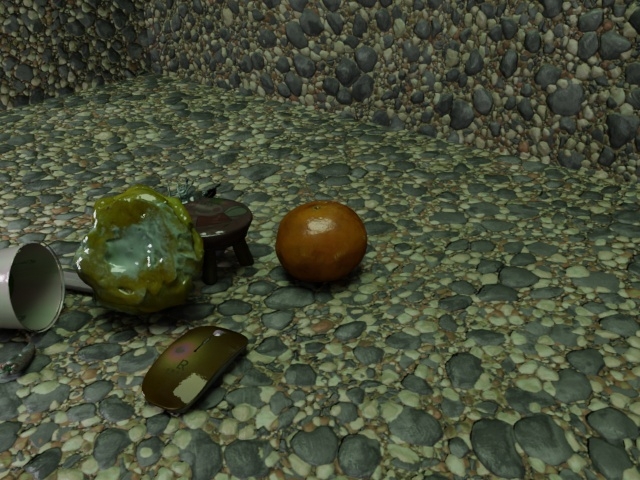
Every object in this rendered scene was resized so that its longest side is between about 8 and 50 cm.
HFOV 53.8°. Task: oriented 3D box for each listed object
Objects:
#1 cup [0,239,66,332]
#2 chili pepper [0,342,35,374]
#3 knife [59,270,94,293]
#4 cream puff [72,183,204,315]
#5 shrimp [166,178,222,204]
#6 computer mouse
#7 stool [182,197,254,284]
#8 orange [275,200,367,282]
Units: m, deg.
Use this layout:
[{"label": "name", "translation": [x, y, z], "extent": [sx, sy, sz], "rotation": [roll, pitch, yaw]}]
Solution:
[{"label": "cup", "translation": [-0.878, 0.133, 1.712], "extent": [0.273, 0.253, 0.253], "rotation": [-5, 28, 9]}, {"label": "chili pepper", "translation": [-0.758, 0.302, 1.584], "extent": [0.050, 0.041, 0.153], "rotation": [20, 13, -3]}, {"label": "knife", "translation": [-0.729, 0.130, 1.893], "extent": [0.398, 0.038, 0.132], "rotation": [6, 32, 11]}, {"label": "cream puff", "translation": [-0.495, 0.032, 1.763], "extent": [0.377, 0.379, 0.275], "rotation": [3, -2, 7]}, {"label": "shrimp", "translation": [-0.501, -0.070, 2.088], "extent": [0.165, 0.221, 0.411], "rotation": [28, 63, 25]}, {"label": "computer mouse", "translation": [-0.302, 0.298, 1.547], "extent": [0.158, 0.072, 0.310], "rotation": [14, 32, 22]}, {"label": "stool", "translation": [-0.344, -0.005, 1.975], "extent": [0.271, 0.179, 0.272], "rotation": [-1, 29, 0]}, {"label": "orange", "translation": [0.000, 0.000, 1.915], "extent": [0.283, 0.226, 0.284], "rotation": [-6, 26, 3]}]
